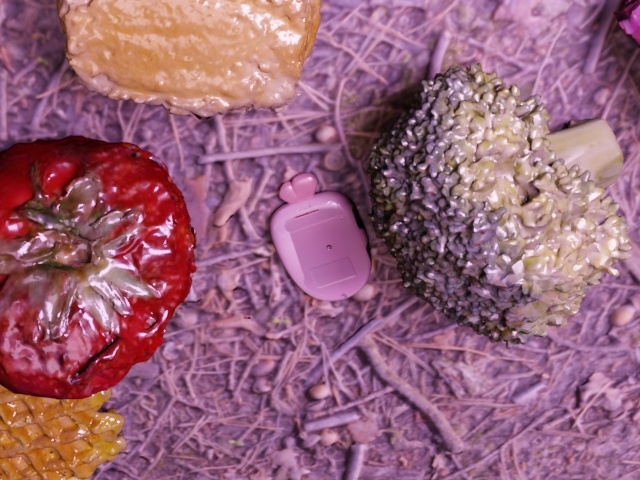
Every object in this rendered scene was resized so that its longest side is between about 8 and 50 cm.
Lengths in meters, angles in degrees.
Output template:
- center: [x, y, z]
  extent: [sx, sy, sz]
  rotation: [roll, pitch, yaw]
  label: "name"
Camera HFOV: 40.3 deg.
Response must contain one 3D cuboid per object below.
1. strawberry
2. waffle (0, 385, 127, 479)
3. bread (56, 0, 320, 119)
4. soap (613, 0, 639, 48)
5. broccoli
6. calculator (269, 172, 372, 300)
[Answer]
- center: [-0.259, 0.028, 0.884]
  extent: [0.274, 0.220, 0.274]
  rotation: [1, 82, -4]
  label: "strawberry"
- center: [-0.387, 0.235, 1.085]
  extent: [0.280, 0.060, 0.262]
  rotation: [24, 114, -16]
  label: "waffle"
- center: [-0.122, -0.204, 0.790]
  extent: [0.245, 0.121, 0.174]
  rotation: [6, 121, -2]
  label: "bread"
- center: [0.381, -0.152, 0.815]
  extent: [0.099, 0.162, 0.250]
  rotation: [-35, 114, 24]
  label: "soap"
- center: [0.174, -0.023, 0.852]
  extent: [0.259, 0.236, 0.288]
  rotation: [-1, 157, 1]
  label: "broccoli"
- center: [0.000, 0.000, 0.971]
  extent: [0.103, 0.024, 0.166]
  rotation: [-19, 120, 10]
  label: "calculator"
